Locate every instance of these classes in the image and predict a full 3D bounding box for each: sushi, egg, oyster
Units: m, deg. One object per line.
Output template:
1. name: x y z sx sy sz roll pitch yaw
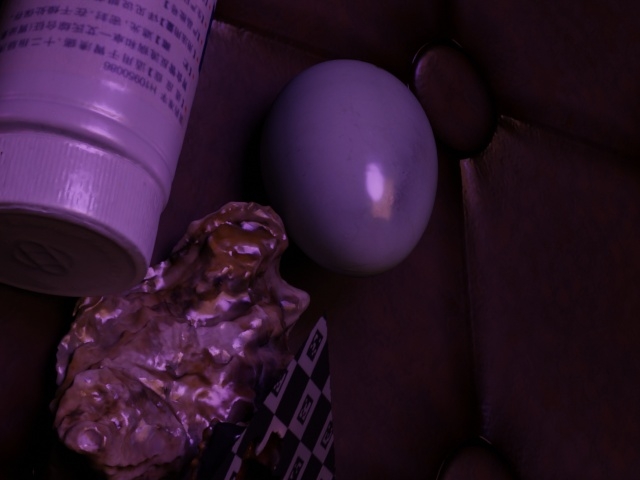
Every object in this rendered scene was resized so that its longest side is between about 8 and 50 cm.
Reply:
1. sushi: -0.067 0.233 1.361 0.264 0.050 0.290 -55 154 -38
2. egg: 0.030 -0.074 1.523 0.183 0.183 0.264 30 33 -32
3. oyster: -0.122 0.118 1.376 0.351 0.115 0.238 -32 98 -50

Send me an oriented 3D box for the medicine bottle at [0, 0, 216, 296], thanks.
1. medicine bottle: -0.211 -0.125 1.328 0.190 0.190 0.332 30 57 -32

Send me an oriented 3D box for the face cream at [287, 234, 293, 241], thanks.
1. face cream: 0.000 0.000 1.599 0.083 0.021 0.040 8 69 -41
